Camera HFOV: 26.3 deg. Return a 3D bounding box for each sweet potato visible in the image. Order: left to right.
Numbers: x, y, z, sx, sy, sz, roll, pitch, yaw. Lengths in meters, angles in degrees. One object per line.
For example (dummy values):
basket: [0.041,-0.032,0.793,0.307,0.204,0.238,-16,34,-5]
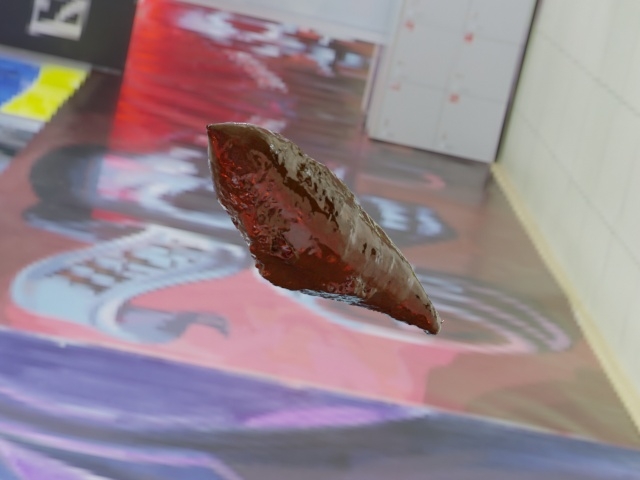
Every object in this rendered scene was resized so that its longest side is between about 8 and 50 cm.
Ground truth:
sweet potato: [0.000,0.000,0.726,0.060,0.206,0.068,16,75,51]
